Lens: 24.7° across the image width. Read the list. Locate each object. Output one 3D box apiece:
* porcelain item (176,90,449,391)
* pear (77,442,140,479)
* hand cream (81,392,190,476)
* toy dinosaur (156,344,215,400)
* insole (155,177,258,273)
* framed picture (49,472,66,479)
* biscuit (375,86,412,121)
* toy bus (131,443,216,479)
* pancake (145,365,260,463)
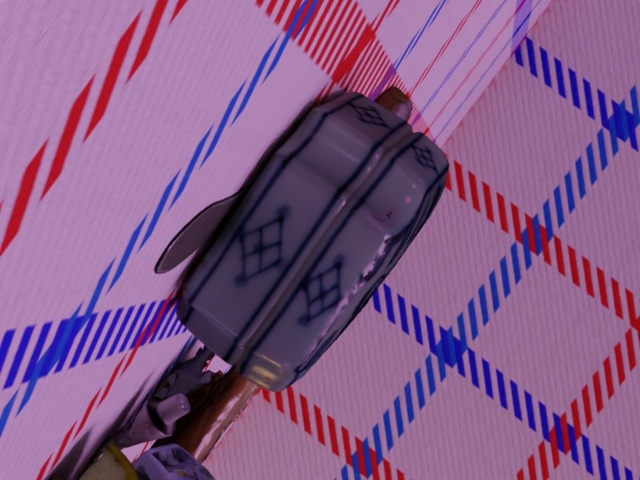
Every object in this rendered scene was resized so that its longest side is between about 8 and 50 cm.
[{"bbox_3d":[0.000,0.000,1.514,0.281,0.157,0.286,-56,176,15],"label":"porcelain item"},{"bbox_3d":[-0.291,0.385,1.572,0.288,0.139,0.239,-47,-179,-33],"label":"pear"},{"bbox_3d":[-0.243,0.262,1.740,0.257,0.050,0.084,-45,178,28],"label":"hand cream"},{"bbox_3d":[-0.162,0.168,1.838,0.209,0.039,0.082,-41,-177,-2],"label":"toy dinosaur"},{"bbox_3d":[-0.102,-0.015,1.366,0.080,0.003,0.232,-55,174,24],"label":"insole"},{"bbox_3d":[-0.363,0.370,1.574,0.250,0.016,0.184,-50,174,-26],"label":"framed picture"},{"bbox_3d":[0.055,-0.108,1.895,0.181,0.049,0.208,-45,169,-50],"label":"biscuit"},{"bbox_3d":[-0.252,0.386,1.721,0.329,0.136,0.109,-44,165,17],"label":"toy bus"},{"bbox_3d":[-0.182,0.233,1.859,0.266,0.057,0.244,-39,-159,8],"label":"pancake"}]
